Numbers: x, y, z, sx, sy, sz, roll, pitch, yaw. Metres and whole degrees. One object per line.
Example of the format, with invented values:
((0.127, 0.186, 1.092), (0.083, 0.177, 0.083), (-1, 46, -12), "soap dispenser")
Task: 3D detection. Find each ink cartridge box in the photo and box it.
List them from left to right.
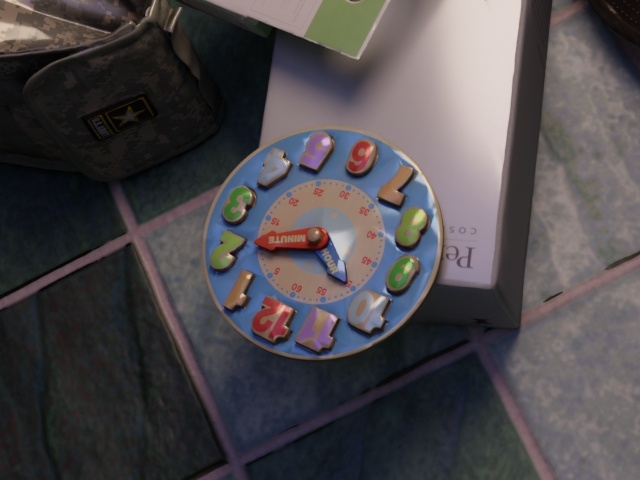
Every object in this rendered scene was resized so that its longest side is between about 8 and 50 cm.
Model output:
((-0.018, -0.259, 1.473), (0.235, 0.056, 0.171), (25, 84, 24), "ink cartridge box")

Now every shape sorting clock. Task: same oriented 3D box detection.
((0.000, 0.000, 1.400), (0.206, 0.040, 0.206), (-4, 75, 14), "shape sorting clock")

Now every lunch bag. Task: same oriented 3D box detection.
((-0.246, -0.169, 1.572), (0.287, 0.235, 0.169), (9, 70, 16), "lunch bag")

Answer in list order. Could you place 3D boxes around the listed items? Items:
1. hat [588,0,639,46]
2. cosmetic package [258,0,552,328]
((0.389, -0.313, 1.520), (0.331, 0.134, 0.331), (-4, 83, 31), "hat")
((0.083, -0.160, 1.534), (0.230, 0.161, 0.453), (3, 75, 15), "cosmetic package")
